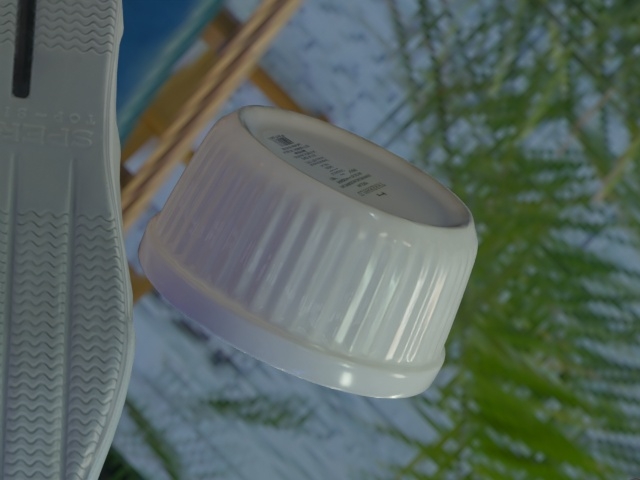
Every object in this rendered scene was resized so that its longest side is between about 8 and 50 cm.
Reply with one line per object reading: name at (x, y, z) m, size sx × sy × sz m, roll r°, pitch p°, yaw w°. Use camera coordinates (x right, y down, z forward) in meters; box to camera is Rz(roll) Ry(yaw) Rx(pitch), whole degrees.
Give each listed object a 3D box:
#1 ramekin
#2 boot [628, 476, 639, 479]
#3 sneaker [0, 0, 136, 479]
ramekin at (0.000, 0.000, 1.211) m, size 0.109 × 0.207 × 0.207 m, roll -65°, pitch 173°, yaw 16°
boot at (0.231, 0.183, 0.784) m, size 0.208 × 0.190 × 0.076 m, roll -6°, pitch -161°, yaw 31°
sneaker at (-0.106, 0.005, 0.627) m, size 0.091 × 0.094 × 0.258 m, roll 122°, pitch -23°, yaw -63°
